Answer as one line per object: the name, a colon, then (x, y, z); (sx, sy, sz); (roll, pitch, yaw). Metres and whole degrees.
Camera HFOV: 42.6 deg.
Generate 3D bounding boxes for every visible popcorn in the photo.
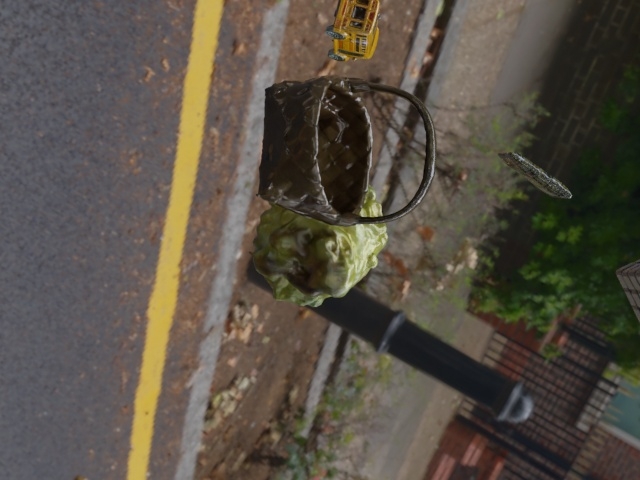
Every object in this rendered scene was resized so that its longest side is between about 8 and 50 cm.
popcorn: (-0.003, -0.012, 1.895); (0.312, 0.312, 0.312); (-48, 155, -31)

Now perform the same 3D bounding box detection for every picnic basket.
picnic basket: (0.073, -0.172, 1.592); (0.337, 0.337, 0.293); (12, 82, -68)

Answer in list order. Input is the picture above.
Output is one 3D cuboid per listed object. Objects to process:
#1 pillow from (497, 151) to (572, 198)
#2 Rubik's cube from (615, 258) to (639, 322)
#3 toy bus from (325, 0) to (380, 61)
pillow: (0.568, -0.176, 2.183); (0.038, 0.203, 0.113); (-55, -172, -1)
Rubik's cube: (0.822, 0.117, 1.775); (0.237, 0.238, 0.237); (-27, 175, 0)
toy bus: (0.052, -0.322, 1.253); (0.162, 0.074, 0.070); (64, 41, -86)
